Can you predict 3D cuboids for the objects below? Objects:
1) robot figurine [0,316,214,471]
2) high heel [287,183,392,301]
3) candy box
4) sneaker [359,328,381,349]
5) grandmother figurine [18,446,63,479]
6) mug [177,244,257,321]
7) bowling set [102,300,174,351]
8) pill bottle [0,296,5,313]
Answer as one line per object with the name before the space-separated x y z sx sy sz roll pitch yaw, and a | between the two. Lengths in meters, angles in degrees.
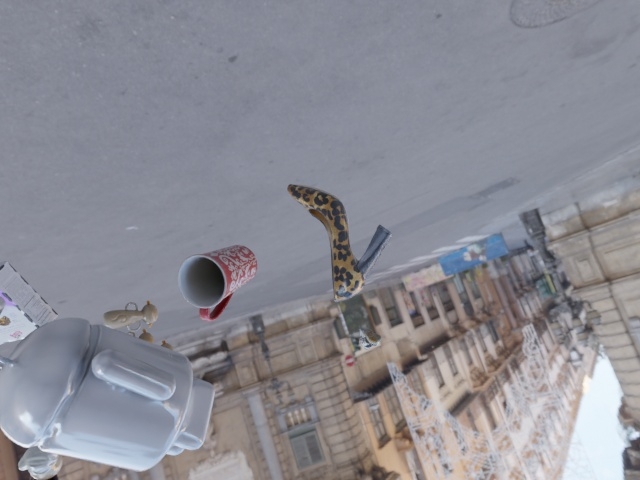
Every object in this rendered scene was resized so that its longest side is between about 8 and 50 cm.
robot figurine | -0.356 0.252 0.772 0.353 0.200 0.299 30 133 -29
high heel | 0.000 0.000 1.006 0.186 0.261 0.093 -57 167 -6
candy box | -0.801 0.162 1.181 0.164 0.196 0.070 -14 -146 16
sneaker | 0.099 0.203 0.939 0.031 0.037 0.083 8 -179 -10
grandmother figurine | -0.652 0.629 1.121 0.207 0.343 0.104 12 -165 36
mug | -0.225 0.082 1.029 0.150 0.113 0.169 -53 172 19
bowling set | -0.467 0.301 1.196 0.154 0.288 0.199 -6 175 -33
pill bottle | -0.611 0.150 0.817 0.120 0.067 0.067 -62 165 1
